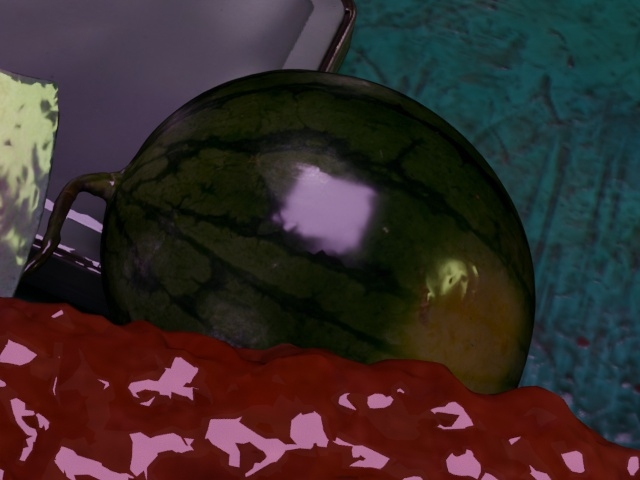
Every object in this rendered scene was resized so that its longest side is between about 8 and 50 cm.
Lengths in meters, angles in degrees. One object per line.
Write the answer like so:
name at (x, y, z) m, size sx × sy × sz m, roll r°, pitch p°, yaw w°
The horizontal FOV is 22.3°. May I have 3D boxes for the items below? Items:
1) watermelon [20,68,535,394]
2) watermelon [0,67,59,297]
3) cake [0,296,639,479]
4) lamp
watermelon at (0.007, 0.003, 0.744) m, size 0.232 × 0.127 × 0.204 m, roll 36°, pitch 51°, yaw -7°
watermelon at (-0.317, 0.025, 0.647) m, size 0.222 × 0.319 × 0.292 m, roll 21°, pitch 0°, yaw 43°
cake at (-0.046, 0.221, 0.479) m, size 0.270 × 0.269 × 0.319 m, roll 8°, pitch 49°, yaw -5°
lamp at (-0.137, -0.094, 0.865) m, size 0.266 × 0.047 × 0.269 m, roll 22°, pitch 49°, yaw 3°
